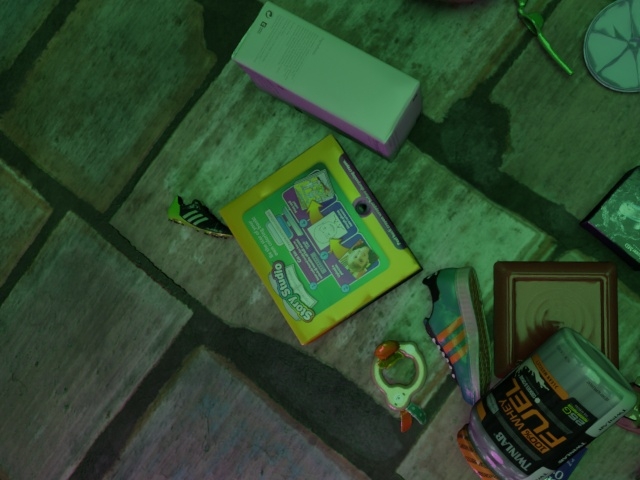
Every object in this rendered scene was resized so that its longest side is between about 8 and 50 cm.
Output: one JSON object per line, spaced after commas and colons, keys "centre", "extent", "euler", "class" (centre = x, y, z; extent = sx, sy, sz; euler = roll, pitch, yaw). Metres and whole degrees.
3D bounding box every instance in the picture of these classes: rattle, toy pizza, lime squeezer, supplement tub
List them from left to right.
{"centre": [0.177, 0.316, 1.425], "extent": [0.130, 0.143, 0.199], "euler": [-1, 79, -8], "class": "rattle"}
{"centre": [0.431, 0.338, 1.296], "extent": [0.193, 0.193, 0.316], "euler": [45, 107, 10], "class": "supplement tub"}
{"centre": [0.489, -0.508, 1.468], "extent": [0.110, 0.059, 0.310], "euler": [-3, 84, -5], "class": "lime squeezer"}
{"centre": [0.672, -0.420, 1.423], "extent": [0.201, 0.032, 0.201], "euler": [2, 97, 17], "class": "toy pizza"}

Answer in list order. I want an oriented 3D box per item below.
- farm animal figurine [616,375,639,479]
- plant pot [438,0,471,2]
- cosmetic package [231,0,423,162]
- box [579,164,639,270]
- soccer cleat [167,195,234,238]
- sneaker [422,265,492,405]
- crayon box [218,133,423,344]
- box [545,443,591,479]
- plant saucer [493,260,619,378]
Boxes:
{"centre": [0.705, 0.400, 1.304], "extent": [0.330, 0.172, 0.327], "euler": [-43, 61, -9], "class": "farm animal figurine"}
{"centre": [0.325, -0.628, 1.418], "extent": [0.191, 0.284, 0.284], "euler": [19, 89, -23], "class": "plant pot"}
{"centre": [0.027, -0.342, 1.459], "extent": [0.385, 0.217, 0.156], "euler": [33, 92, 13], "class": "cosmetic package"}
{"centre": [0.661, -0.044, 1.381], "extent": [0.156, 0.093, 0.158], "euler": [42, 95, 10], "class": "box"}
{"centre": [-0.281, -0.056, 1.573], "extent": [0.179, 0.060, 0.072], "euler": [20, 88, 14], "class": "soccer cleat"}
{"centre": [0.293, 0.208, 1.434], "extent": [0.121, 0.108, 0.302], "euler": [-8, 90, 30], "class": "sneaker"}
{"centre": [0.000, 0.000, 1.494], "extent": [0.313, 0.106, 0.362], "euler": [-34, 80, 8], "class": "crayon box"}
{"centre": [0.453, 0.482, 1.411], "extent": [0.136, 0.036, 0.225], "euler": [33, 94, 11], "class": "box"}
{"centre": [0.505, 0.172, 1.417], "extent": [0.259, 0.048, 0.258], "euler": [0, 86, 10], "class": "plant saucer"}
